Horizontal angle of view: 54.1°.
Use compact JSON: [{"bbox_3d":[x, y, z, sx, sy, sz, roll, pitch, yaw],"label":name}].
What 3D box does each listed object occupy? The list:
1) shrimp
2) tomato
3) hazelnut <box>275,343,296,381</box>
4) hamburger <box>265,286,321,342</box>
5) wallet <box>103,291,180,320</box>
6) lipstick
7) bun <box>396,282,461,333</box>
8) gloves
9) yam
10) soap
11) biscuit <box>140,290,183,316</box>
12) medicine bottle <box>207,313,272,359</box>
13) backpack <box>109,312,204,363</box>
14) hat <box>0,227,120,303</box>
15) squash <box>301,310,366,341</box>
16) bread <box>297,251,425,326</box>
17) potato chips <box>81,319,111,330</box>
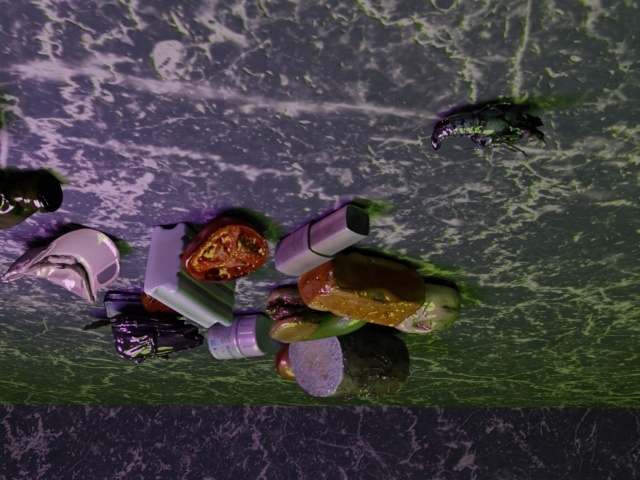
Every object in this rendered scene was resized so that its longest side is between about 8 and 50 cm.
[{"bbox_3d":[0.251,-0.164,0.950,0.174,0.082,0.076,0,161,21],"label":"shrimp"},{"bbox_3d":[-0.205,0.016,1.342,0.166,0.082,0.174,-44,141,9],"label":"tomato"},{"bbox_3d":[-0.084,0.419,2.220,0.150,0.150,0.150,1,156,0],"label":"hazelnut"},{"bbox_3d":[-0.068,0.197,1.717,0.159,0.131,0.185,-26,149,24],"label":"hamburger"},{"bbox_3d":[-0.519,0.197,1.838,0.222,0.036,0.167,6,155,-13],"label":"wallet"},{"bbox_3d":[0.000,0.000,1.326,0.077,0.079,0.253,18,149,-30],"label":"lipstick"},{"bbox_3d":[0.279,0.194,1.697,0.209,0.116,0.237,-11,152,27],"label":"bun"},{"bbox_3d":[-0.619,-0.062,1.188,0.268,0.107,0.135,-21,160,7],"label":"gloves"},{"bbox_3d":[0.104,0.383,1.991,0.348,0.241,0.241,11,154,-33],"label":"yam"},{"bbox_3d":[-0.288,0.087,1.433,0.087,0.160,0.265,-6,155,18],"label":"soap"},{"bbox_3d":[-0.393,0.156,1.713,0.192,0.049,0.192,-3,150,-2],"label":"biscuit"},{"bbox_3d":[-0.247,0.295,1.928,0.168,0.135,0.135,-9,154,19],"label":"medicine bottle"},{"bbox_3d":[-0.459,0.270,1.773,0.258,0.133,0.206,-1,-178,-12],"label":"backpack"},{"bbox_3d":[-0.588,0.036,1.444,0.219,0.164,0.226,25,107,-42],"label":"hat"},{"bbox_3d":[0.028,0.230,1.812,0.378,0.101,0.101,-22,147,39],"label":"squash"},{"bbox_3d":[0.099,0.115,1.512,0.294,0.132,0.167,16,151,-27],"label":"bread"},{"bbox_3d":[-0.613,0.272,1.942,0.228,0.059,0.167,-5,158,37],"label":"potato chips"}]
